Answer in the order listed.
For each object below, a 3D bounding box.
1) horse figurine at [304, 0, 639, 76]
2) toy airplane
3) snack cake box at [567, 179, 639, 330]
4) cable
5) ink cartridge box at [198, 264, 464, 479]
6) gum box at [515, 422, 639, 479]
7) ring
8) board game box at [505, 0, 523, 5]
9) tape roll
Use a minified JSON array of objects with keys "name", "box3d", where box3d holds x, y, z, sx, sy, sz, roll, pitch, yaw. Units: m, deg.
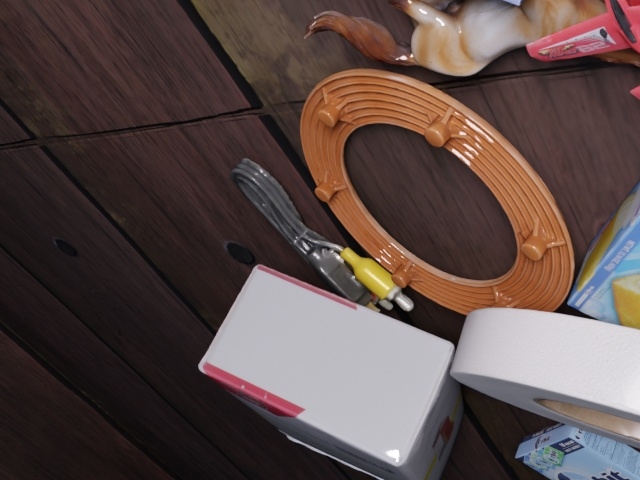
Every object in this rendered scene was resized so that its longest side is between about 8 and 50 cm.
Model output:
[{"name":"horse figurine","box3d":[0.119,-0.182,0.601,0.263,0.066,0.174,-8,140,38]},{"name":"toy airplane","box3d":[0.223,-0.129,0.530,0.151,0.028,0.151,21,157,10]},{"name":"snack cake box","box3d":[0.334,-0.002,0.658,0.152,0.089,0.264,27,150,10]},{"name":"cable","box3d":[0.000,0.000,1.032,0.287,0.072,0.139,47,166,-3]},{"name":"ink cartridge box","box3d":[0.041,0.213,1.101,0.279,0.160,0.385,20,162,20]},{"name":"gum box","box3d":[0.401,0.332,1.142,0.184,0.041,0.157,33,151,0]},{"name":"ring","box3d":[0.103,-0.029,0.822,0.336,0.032,0.336,34,154,19]},{"name":"board game box","box3d":[0.043,-0.247,0.476,0.211,0.039,0.160,25,150,17]},{"name":"tape roll","box3d":[0.326,0.162,0.792,0.392,0.072,0.392,18,169,4]}]
